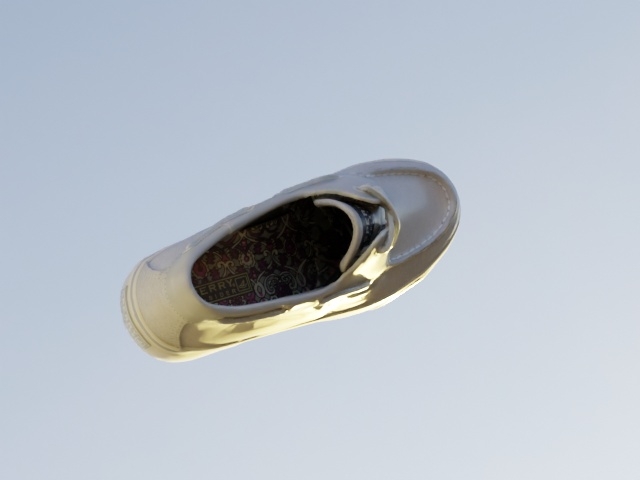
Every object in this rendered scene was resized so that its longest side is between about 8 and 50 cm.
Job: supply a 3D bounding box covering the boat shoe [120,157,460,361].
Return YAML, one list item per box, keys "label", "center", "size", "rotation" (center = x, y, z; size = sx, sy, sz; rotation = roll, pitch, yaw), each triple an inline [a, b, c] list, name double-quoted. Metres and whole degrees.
- label: "boat shoe"
  center: [0.000, 0.000, 0.789]
  size: [0.184, 0.066, 0.063]
  rotation: [-13, -8, -36]
